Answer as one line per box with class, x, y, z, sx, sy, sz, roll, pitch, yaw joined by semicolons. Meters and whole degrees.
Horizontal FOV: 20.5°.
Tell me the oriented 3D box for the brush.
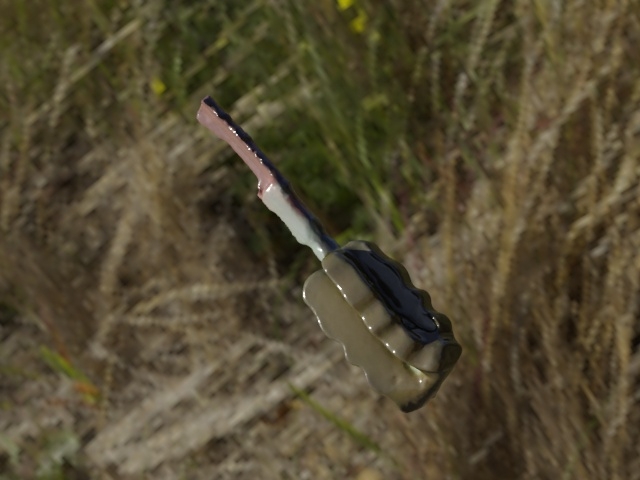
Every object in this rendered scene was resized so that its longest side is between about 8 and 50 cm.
brush;0.000;0.000;1.392;0.071;0.301;0.084;-29;-18;-36
